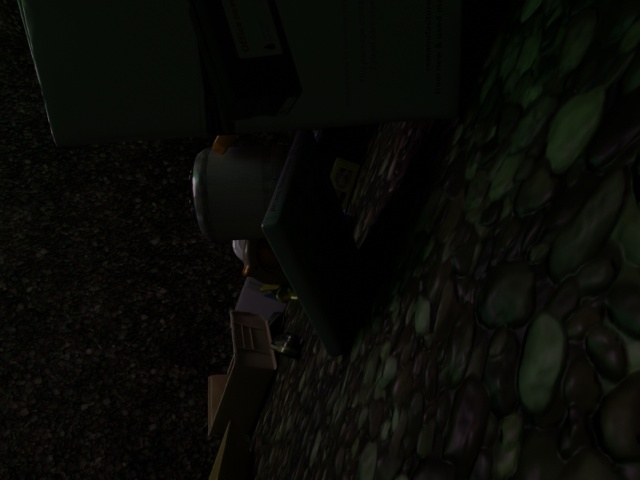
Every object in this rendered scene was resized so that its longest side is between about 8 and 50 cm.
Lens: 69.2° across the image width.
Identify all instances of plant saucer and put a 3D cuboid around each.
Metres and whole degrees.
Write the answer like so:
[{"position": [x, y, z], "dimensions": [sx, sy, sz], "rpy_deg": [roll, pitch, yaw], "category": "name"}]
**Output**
[{"position": [-0.232, 0.621, 1.022], "dimensions": [0.333, 0.080, 0.333], "rpy_deg": [-172, 102, -83], "category": "plant saucer"}]

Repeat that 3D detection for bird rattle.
[{"position": [-0.101, 0.031, 1.217], "dimensions": [0.143, 0.206, 0.254], "rpy_deg": [10, 85, 56], "category": "bird rattle"}]

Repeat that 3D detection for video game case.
[{"position": [0.000, 0.000, 0.570], "dimensions": [0.194, 0.023, 0.213], "rpy_deg": [-77, -29, -48], "category": "video game case"}]

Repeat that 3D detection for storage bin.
[{"position": [-0.238, 0.382, 1.363], "dimensions": [0.260, 0.123, 0.263], "rpy_deg": [-117, 44, -61], "category": "storage bin"}]

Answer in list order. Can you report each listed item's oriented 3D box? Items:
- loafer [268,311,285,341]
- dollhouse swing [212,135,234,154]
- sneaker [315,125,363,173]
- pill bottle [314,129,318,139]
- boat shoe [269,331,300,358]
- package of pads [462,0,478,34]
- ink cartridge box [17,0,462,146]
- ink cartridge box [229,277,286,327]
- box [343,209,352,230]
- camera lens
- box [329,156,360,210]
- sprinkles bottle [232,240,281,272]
[{"position": [-0.157, 0.304, 1.467], "dimensions": [0.061, 0.062, 0.170], "rpy_deg": [140, 148, -69], "category": "loafer"}, {"position": [-0.030, -0.315, 1.027], "dimensions": [0.347, 0.314, 0.305], "rpy_deg": [-80, 11, -57], "category": "dollhouse swing"}, {"position": [0.037, -0.262, 1.197], "dimensions": [0.140, 0.124, 0.341], "rpy_deg": [111, 178, -61], "category": "sneaker"}, {"position": [0.020, -0.243, 1.340], "dimensions": [0.187, 0.111, 0.112], "rpy_deg": [-78, 9, -48], "category": "pill bottle"}, {"position": [-0.070, 0.220, 0.986], "dimensions": [0.049, 0.056, 0.152], "rpy_deg": [-67, 14, -14], "category": "boat shoe"}, {"position": [0.156, -0.269, 0.542], "dimensions": [0.083, 0.031, 0.050], "rpy_deg": [-79, 9, -56], "category": "package of pads"}, {"position": [-0.069, -0.215, 0.545], "dimensions": [0.285, 0.394, 0.167], "rpy_deg": [-89, -4, -73], "category": "ink cartridge box"}, {"position": [-0.229, 0.241, 1.789], "dimensions": [0.233, 0.171, 0.169], "rpy_deg": [-91, 21, -75], "category": "ink cartridge box"}, {"position": [0.028, 0.012, 0.854], "dimensions": [0.081, 0.028, 0.136], "rpy_deg": [-81, 14, -62], "category": "box"}, {"position": [-0.157, -0.112, 1.100], "dimensions": [0.219, 0.273, 0.220], "rpy_deg": [176, 90, -89], "category": "camera lens"}, {"position": [0.019, -0.055, 1.001], "dimensions": [0.087, 0.058, 0.233], "rpy_deg": [133, 155, -78], "category": "box"}, {"position": [-0.160, 0.059, 1.442], "dimensions": [0.355, 0.121, 0.121], "rpy_deg": [65, -139, -68], "category": "sprinkles bottle"}]
